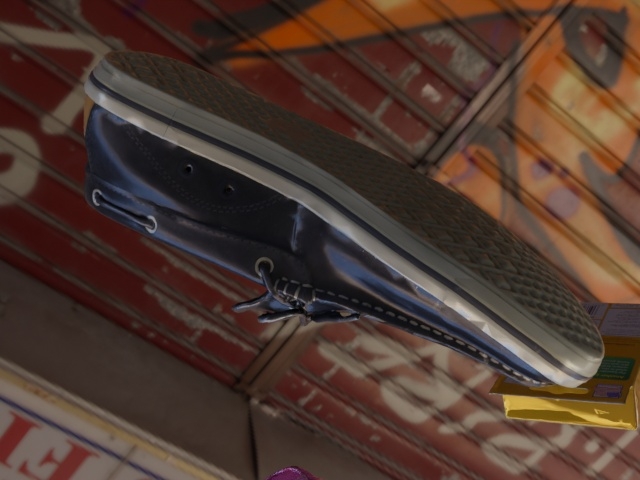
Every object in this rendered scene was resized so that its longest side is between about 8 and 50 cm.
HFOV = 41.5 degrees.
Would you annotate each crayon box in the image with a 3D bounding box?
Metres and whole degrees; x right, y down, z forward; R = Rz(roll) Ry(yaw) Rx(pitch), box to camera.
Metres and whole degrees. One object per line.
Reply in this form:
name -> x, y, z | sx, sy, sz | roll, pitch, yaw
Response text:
crayon box -> 0.418, 0.203, 1.354 | 0.323, 0.203, 0.083 | -37, -60, -53

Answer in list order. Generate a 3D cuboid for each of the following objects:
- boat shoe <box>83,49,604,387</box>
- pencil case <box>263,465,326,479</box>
boat shoe -> 0.000, 0.000, 0.737 | 0.500, 0.156, 0.187 | 27, -159, 12
pencil case -> 0.017, 0.339, 1.035 | 0.209, 0.098, 0.095 | 32, -149, -41
